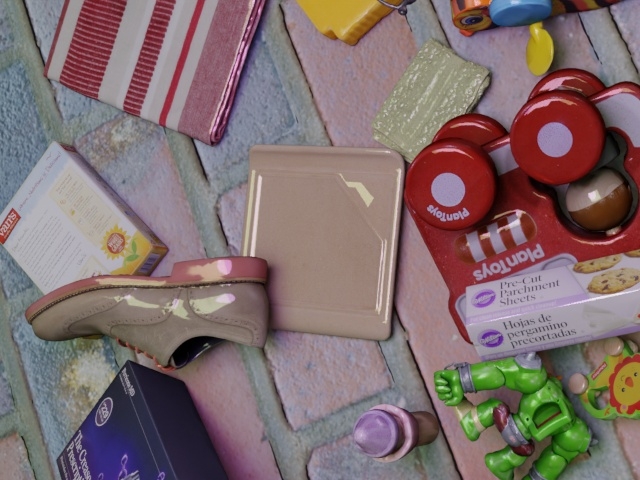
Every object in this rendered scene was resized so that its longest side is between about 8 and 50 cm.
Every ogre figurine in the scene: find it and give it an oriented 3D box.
[{"bbox_3d":[0.224,0.200,1.270,0.118,0.097,0.197,-31,89,20],"label":"ogre figurine"}]

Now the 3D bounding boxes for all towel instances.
[{"bbox_3d":[-0.235,-0.292,1.614,0.329,0.037,0.237,23,97,28],"label":"towel"},{"bbox_3d":[0.135,-0.167,1.418,0.110,0.027,0.148,36,102,26],"label":"towel"}]

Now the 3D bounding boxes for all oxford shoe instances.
[{"bbox_3d":[-0.228,0.107,1.471,0.348,0.123,0.130,-11,80,24],"label":"oxford shoe"}]

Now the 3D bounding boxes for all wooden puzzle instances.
[{"bbox_3d":[0.000,0.000,1.463,0.221,0.044,0.239,4,91,27],"label":"wooden puzzle"}]

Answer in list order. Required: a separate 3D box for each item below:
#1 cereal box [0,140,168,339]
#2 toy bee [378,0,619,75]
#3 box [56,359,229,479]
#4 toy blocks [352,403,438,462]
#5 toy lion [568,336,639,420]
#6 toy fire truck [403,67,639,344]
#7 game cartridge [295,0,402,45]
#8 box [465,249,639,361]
[{"bbox_3d":[-0.346,-0.002,1.630,0.240,0.047,0.173,45,105,24],"label":"cereal box"},{"bbox_3d":[0.214,-0.300,1.342,0.298,0.162,0.195,16,81,4],"label":"toy bee"},{"bbox_3d":[-0.224,0.304,1.445,0.184,0.103,0.261,-52,35,10],"label":"box"},{"bbox_3d":[0.054,0.373,1.271,0.288,0.260,0.309,-40,69,17],"label":"toy blocks"},{"bbox_3d":[0.328,0.159,1.252,0.100,0.034,0.096,-53,36,25],"label":"toy lion"},{"bbox_3d":[0.252,-0.037,1.290,0.302,0.169,0.254,-23,100,22],"label":"toy fire truck"},{"bbox_3d":[0.063,-0.450,1.476,0.323,0.052,0.285,-42,69,19],"label":"game cartridge"},{"bbox_3d":[0.316,0.058,1.222,0.324,0.063,0.067,-13,38,20],"label":"box"}]
